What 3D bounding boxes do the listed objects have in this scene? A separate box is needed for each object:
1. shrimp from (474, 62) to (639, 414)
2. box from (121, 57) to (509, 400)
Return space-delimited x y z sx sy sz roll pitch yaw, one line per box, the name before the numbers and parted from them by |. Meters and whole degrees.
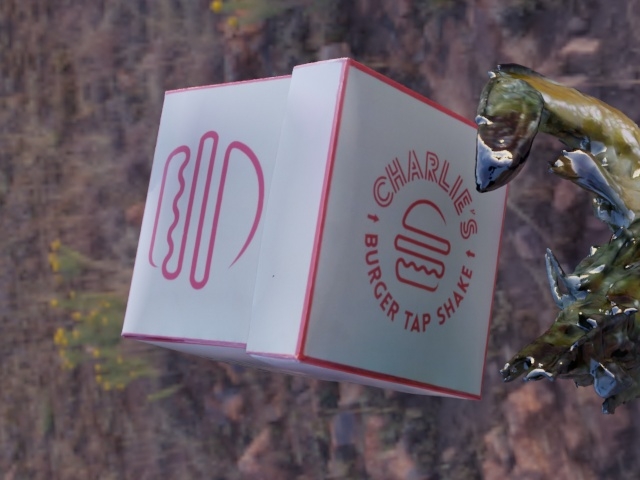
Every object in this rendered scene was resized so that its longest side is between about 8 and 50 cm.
shrimp | 0.204 -0.014 0.915 0.272 0.445 0.085 48 124 0
box | 0.000 0.000 1.337 0.300 0.314 0.312 -1 77 43
